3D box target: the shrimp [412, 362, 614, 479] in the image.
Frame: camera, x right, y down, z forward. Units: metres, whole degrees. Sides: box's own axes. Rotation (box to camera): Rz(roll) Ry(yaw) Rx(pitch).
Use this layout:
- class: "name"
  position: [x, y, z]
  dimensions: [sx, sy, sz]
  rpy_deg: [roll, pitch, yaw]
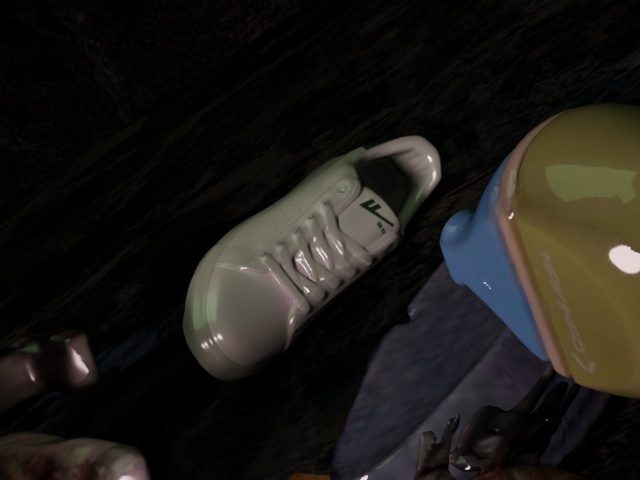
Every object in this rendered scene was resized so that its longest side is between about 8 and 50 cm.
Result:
- class: "shrimp"
  position: [0.053, 0.141, 0.644]
  dimensions: [0.145, 0.116, 0.343]
  rpy_deg: [-29, 12, 42]

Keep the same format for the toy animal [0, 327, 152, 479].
- class: "toy animal"
  position: [-0.248, 0.190, 0.975]
  dimensions: [0.302, 0.194, 0.344]
  rpy_deg: [-12, 8, -11]

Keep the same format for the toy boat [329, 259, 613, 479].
- class: "toy boat"
  position: [0.092, 0.066, 0.873]
  dimensions: [0.127, 0.078, 0.283]
  rpy_deg: [-22, 21, 44]

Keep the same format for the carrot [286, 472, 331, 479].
- class: "carrot"
  position: [-0.038, 0.202, 0.816]
  dimensions: [0.067, 0.067, 0.225]
  rpy_deg: [-29, 16, 38]

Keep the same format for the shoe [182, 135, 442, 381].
- class: "shoe"
  position: [0.000, 0.000, 1.293]
  dimensions: [0.110, 0.095, 0.265]
  rpy_deg: [-26, 17, 43]

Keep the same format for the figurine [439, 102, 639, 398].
- class: "figurine"
  position: [0.183, -0.005, 0.653]
  dimensions: [0.180, 0.154, 0.262]
  rpy_deg: [-9, 14, -42]
